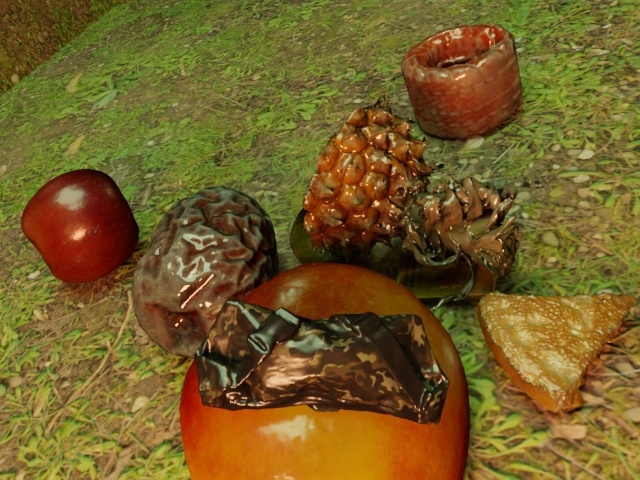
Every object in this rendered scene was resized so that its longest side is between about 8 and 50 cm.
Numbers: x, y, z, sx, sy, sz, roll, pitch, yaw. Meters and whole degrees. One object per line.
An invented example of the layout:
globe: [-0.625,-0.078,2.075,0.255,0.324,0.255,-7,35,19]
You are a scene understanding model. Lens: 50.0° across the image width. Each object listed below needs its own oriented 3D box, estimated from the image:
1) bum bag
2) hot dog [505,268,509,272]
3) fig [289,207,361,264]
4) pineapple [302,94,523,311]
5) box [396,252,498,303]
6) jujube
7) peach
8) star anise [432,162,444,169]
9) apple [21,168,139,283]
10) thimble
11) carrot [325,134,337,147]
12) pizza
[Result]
bum bag: [0.002,0.116,0.663,0.247,0.069,0.102,6,63,-6]
hot dog: [0.241,0.038,1.043,0.090,0.030,0.034,6,53,35]
fig: [0.000,0.000,1.182,0.123,0.123,0.156,-49,6,-32]
pineapple: [0.150,-0.043,0.976,0.271,0.263,0.262,28,57,28]
box: [0.189,0.051,1.030,0.156,0.022,0.089,-5,57,32]
jujube: [-0.179,0.043,1.127,0.225,0.226,0.317,-11,31,16]
peach: [0.013,0.177,0.810,0.306,0.243,0.381,-21,34,11]
star anise: [0.138,-0.083,1.219,0.190,0.070,0.097,-26,22,17]
apple: [-0.474,-0.030,1.371,0.201,0.218,0.218,-35,36,-21]
thimble: [0.285,-0.325,1.382,0.239,0.162,0.239,-16,35,11]
carrot: [0.028,-0.175,1.437,0.047,0.047,0.191,-16,30,10]
pizza: [0.313,0.120,0.875,0.198,0.062,0.188,-19,47,-5]
